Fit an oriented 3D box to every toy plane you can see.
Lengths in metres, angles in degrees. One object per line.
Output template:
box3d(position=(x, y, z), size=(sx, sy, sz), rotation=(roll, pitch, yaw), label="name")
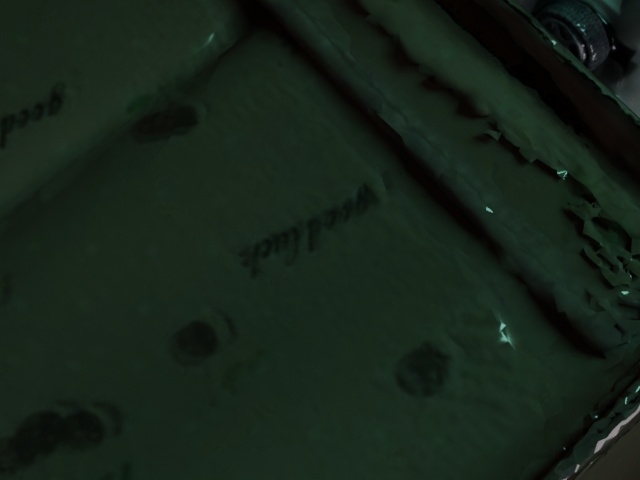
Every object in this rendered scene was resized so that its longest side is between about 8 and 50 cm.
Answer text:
box3d(position=(0.168, -0.086, 0.903), size=(0.251, 0.101, 0.255), rotation=(-39, 166, -23), label="toy plane")

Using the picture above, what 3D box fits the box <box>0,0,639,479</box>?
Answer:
box3d(position=(-0.042, 0.034, 0.456), size=(0.190, 0.225, 0.297), rotation=(-41, 163, -8), label="box")
